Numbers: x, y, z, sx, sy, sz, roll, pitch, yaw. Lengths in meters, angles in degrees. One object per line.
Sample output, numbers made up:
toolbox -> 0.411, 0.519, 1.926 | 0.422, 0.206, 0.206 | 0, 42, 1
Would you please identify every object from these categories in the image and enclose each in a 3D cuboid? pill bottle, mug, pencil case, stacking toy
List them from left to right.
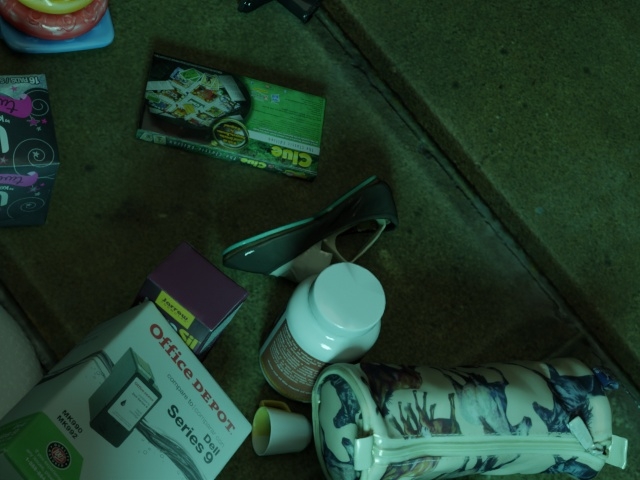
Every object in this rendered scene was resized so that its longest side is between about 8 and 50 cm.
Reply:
stacking toy -> -0.345, -0.393, 1.843 | 0.165, 0.302, 0.175 | -7, 67, -22
mug -> -0.047, 0.236, 1.764 | 0.064, 0.062, 0.078 | 7, 68, -25
pill bottle -> 0.005, 0.114, 1.750 | 0.121, 0.216, 0.121 | 8, 61, -15
pencil case -> 0.181, 0.230, 1.737 | 0.410, 0.183, 0.160 | 2, 95, -30

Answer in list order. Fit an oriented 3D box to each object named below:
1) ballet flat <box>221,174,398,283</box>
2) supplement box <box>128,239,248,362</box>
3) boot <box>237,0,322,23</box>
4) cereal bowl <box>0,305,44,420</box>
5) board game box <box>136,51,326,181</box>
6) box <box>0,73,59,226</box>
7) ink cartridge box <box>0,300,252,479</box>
ballet flat -> 0.000, 0.000, 1.885 | 0.280, 0.095, 0.096 | -27, 87, -29
supplement box -> -0.178, 0.101, 1.707 | 0.104, 0.188, 0.081 | 40, 50, 4
boot -> -0.056, -0.360, 2.080 | 0.099, 0.045, 0.121 | 37, 58, -2
cereal bowl -> -0.478, 0.179, 1.597 | 0.339, 0.141, 0.339 | 8, 62, -14
board game box -> -0.123, -0.174, 1.968 | 0.259, 0.030, 0.136 | 14, 58, -12
box -> -0.464, -0.106, 1.733 | 0.247, 0.163, 0.142 | -5, 64, -21
ink cartridge box -> -0.240, 0.238, 1.588 | 0.211, 0.121, 0.289 | 53, 42, -12
